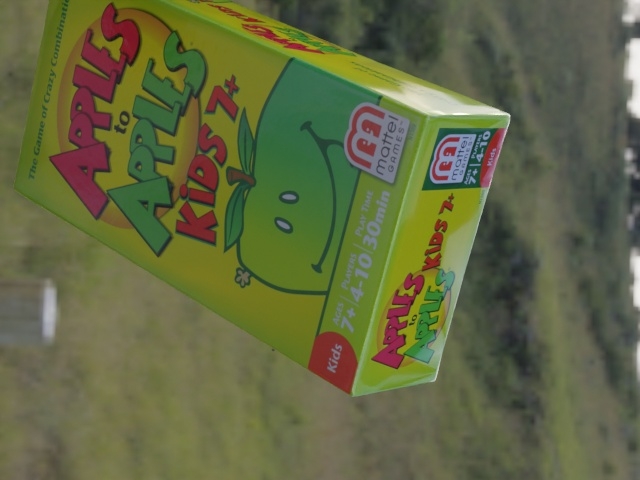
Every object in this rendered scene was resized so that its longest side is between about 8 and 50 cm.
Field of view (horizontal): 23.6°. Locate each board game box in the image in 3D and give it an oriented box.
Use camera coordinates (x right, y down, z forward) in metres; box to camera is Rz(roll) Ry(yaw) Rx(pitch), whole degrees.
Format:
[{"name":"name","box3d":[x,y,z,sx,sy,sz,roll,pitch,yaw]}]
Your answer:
[{"name":"board game box","box3d":[-0.029,-0.028,0.521,0.043,0.181,0.092,-5,116,-47]}]

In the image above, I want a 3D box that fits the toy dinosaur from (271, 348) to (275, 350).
[{"name":"toy dinosaur","box3d":[0.000,0.000,0.635,0.090,0.082,0.047,-55,-134,14]}]
